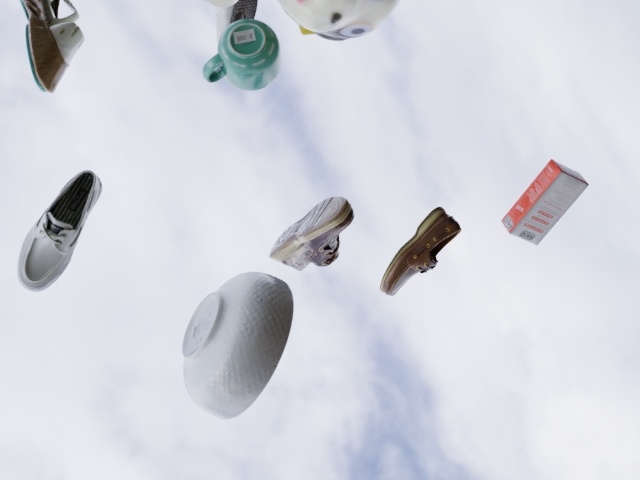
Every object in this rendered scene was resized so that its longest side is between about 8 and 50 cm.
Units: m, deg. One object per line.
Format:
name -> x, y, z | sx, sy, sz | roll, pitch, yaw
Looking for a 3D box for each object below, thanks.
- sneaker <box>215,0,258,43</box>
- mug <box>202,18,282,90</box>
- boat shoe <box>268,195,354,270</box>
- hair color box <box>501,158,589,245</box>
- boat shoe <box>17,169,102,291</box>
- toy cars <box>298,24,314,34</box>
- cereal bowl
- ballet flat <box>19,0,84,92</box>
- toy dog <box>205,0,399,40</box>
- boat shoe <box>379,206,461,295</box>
sneaker -> -0.213, -0.587, 1.767 | 0.123, 0.290, 0.106 | 19, -165, 22
mug -> -0.152, -0.374, 1.556 | 0.129, 0.097, 0.158 | 30, -104, 8
boat shoe -> 0.000, 0.000, 1.855 | 0.123, 0.342, 0.123 | 39, -126, -13
hair color box -> 0.385, -0.064, 1.318 | 0.072, 0.141, 0.043 | 21, -151, -27
boat shoe -> -0.442, -0.023, 1.279 | 0.083, 0.076, 0.226 | 23, -104, -8
toy cars -> 0.034, -0.533, 1.393 | 0.176, 0.394, 0.087 | 31, -140, -10
cereal bowl -> -0.208, 0.215, 1.706 | 0.141, 0.339, 0.339 | 29, -134, -25
ballet flat -> -0.601, -0.478, 1.723 | 0.124, 0.116, 0.342 | -20, -124, -4
toy dog -> -0.051, -0.460, 1.090 | 0.408, 0.284, 0.395 | 46, -145, -3
boat shoe -> 0.169, 0.027, 1.298 | 0.060, 0.178, 0.064 | 40, -173, 21
